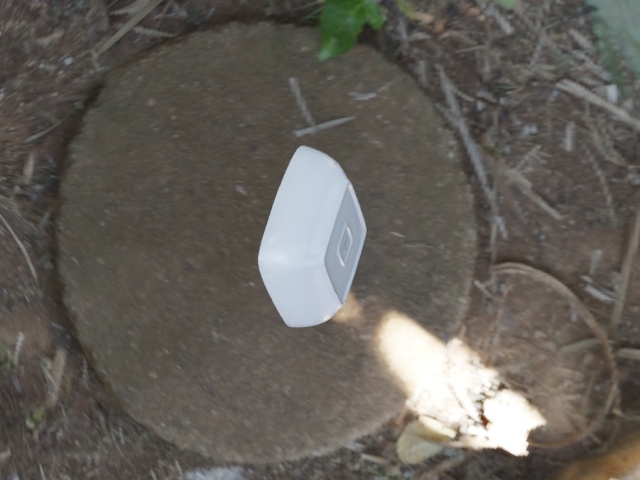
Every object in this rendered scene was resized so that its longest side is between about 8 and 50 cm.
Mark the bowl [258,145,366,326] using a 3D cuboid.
[{"bbox_3d":[0.000,0.000,1.108,0.053,0.142,0.142,7,60,19],"label":"bowl"}]
